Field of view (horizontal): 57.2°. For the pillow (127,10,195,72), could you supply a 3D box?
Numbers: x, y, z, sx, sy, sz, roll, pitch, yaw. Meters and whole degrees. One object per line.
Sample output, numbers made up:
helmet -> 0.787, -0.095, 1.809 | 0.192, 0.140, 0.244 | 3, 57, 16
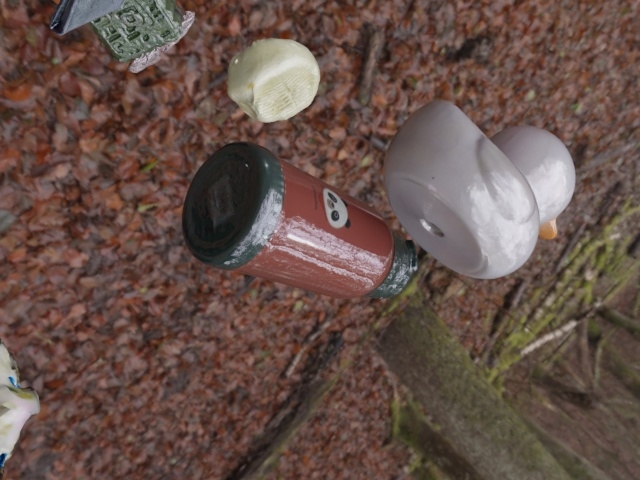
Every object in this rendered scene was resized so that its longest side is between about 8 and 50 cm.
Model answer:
pillow -> -0.450, -0.564, 1.679 | 0.248, 0.049, 0.135 | -47, -164, -12

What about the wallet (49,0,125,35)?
wallet -> -0.290, -0.395, 0.824 | 0.222, 0.036, 0.167 | -44, -167, 36

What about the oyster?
oyster -> -0.449, 0.198, 0.755 | 0.092, 0.198, 0.259 | -17, 114, 3

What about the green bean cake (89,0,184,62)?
green bean cake -> -0.394, -0.475, 1.207 | 0.173, 0.094, 0.181 | -19, 136, 9

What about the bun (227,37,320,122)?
bun -> -0.121, -0.386, 1.397 | 0.230, 0.145, 0.229 | -27, 152, -16

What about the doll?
doll -> 0.209, -0.077, 0.734 | 0.221, 0.251, 0.221 | -41, -166, 12

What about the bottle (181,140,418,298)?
bottle -> 0.000, 0.000, 0.744 | 0.336, 0.144, 0.144 | 22, 110, -45
